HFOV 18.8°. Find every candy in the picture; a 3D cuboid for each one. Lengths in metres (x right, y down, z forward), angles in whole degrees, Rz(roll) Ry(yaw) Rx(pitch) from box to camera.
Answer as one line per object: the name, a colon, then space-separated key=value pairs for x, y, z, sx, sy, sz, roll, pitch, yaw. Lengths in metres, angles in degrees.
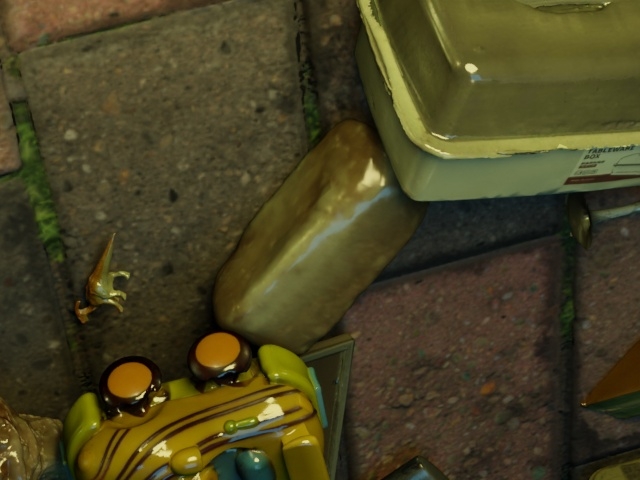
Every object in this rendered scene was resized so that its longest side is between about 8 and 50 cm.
candy: x=0.000 y=0.000 z=1.765 sx=0.104 sy=0.102 sz=0.234 roll=26 pitch=118 yaw=-37

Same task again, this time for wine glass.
wine glass: x=0.343 y=-0.041 z=1.901 sx=0.198 sy=0.066 sz=0.066 roll=-12 pitch=134 yaw=-15

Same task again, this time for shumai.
shumai: x=-0.308 y=0.228 z=1.832 sx=0.175 sy=0.166 sz=0.206 roll=-10 pitch=152 yaw=-51

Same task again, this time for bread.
bread: x=0.359 y=0.166 z=2.078 sx=0.074 sy=0.084 sz=0.139 roll=21 pitch=120 yaw=-37

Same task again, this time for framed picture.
framed picture: x=-0.057 y=0.223 z=1.950 sx=0.189 sy=0.023 sz=0.260 roll=-16 pitch=130 yaw=-28

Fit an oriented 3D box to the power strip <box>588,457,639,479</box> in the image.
power strip: x=0.455 y=0.270 z=2.230 sx=0.387 sy=0.066 sz=0.092 roll=-14 pitch=136 yaw=-14

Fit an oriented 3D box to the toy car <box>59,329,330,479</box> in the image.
toy car: x=-0.108 y=0.202 z=1.763 sx=0.248 sy=0.142 sz=0.200 roll=-18 pitch=137 yaw=-2

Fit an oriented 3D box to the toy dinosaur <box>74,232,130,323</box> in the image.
toy dinosaur: x=-0.194 y=0.039 z=1.770 sx=0.041 sy=0.026 sz=0.113 roll=16 pitch=131 yaw=-19

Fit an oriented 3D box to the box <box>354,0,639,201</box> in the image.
box: x=0.179 y=-0.154 z=1.621 sx=0.290 sy=0.220 sz=0.166 roll=-5 pitch=144 yaw=-20

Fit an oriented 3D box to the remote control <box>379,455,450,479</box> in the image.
remote control: x=-0.022 y=0.362 z=2.123 sx=0.377 sy=0.044 sz=0.107 roll=-35 pitch=138 yaw=10
